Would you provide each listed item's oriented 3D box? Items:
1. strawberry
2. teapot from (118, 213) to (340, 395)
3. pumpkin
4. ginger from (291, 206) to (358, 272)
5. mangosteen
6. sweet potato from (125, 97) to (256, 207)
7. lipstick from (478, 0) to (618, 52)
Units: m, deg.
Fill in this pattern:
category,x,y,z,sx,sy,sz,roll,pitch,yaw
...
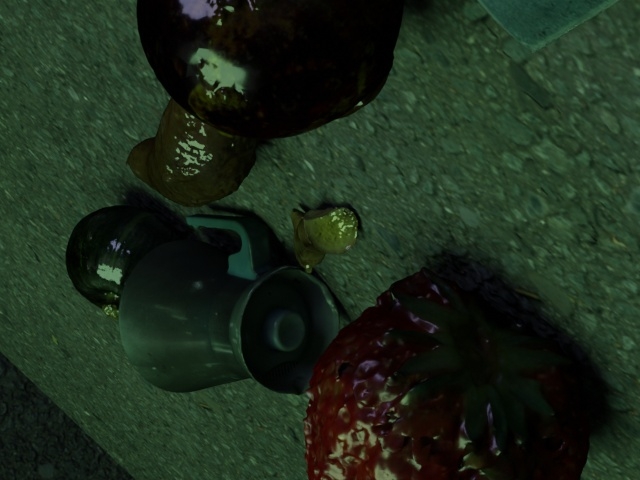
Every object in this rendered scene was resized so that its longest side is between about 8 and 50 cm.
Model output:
category,x,y,z,sx,sy,sz,roll,pitch,yaw
strawberry,0.099,0.186,1.611,0.250,0.238,0.288,47,138,20
teapot,-0.101,0.072,1.919,0.225,0.171,0.203,4,107,50
pumpkin,-0.219,0.031,2.078,0.167,0.125,0.167,43,162,17
ginger,-0.003,-0.005,1.719,0.057,0.044,0.137,27,164,-10
mangosteen,-0.026,-0.160,1.263,0.192,0.192,0.217,36,179,20
sweet potato,-0.116,-0.089,1.687,0.114,0.092,0.341,59,160,5
lipstick,0.175,-0.183,0.967,0.077,0.076,0.289,47,160,-6
